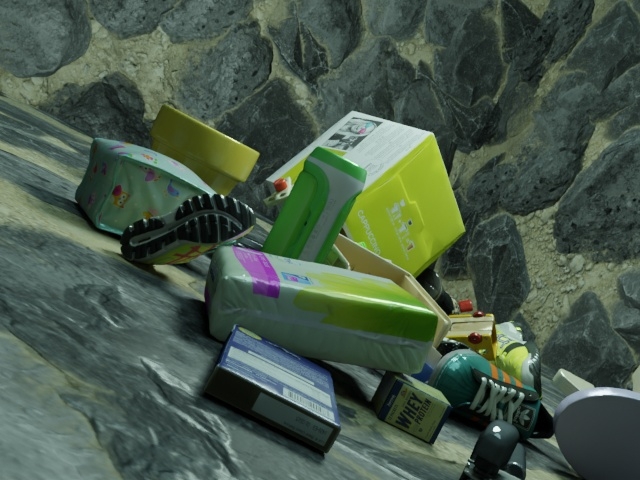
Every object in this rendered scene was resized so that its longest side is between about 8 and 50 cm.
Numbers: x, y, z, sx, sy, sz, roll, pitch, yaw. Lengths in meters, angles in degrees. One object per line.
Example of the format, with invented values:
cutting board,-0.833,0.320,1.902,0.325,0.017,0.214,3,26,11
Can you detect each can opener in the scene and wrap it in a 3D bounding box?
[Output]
can opener,0.220,0.263,1.000,0.074,0.093,0.280,27,-2,15

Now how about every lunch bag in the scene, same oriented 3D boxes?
lunch bag,-0.283,-0.069,1.485,0.262,0.160,0.223,19,6,-30

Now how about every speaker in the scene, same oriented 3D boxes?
speaker,-0.026,-0.022,1.566,0.131,0.296,0.131,27,3,-2

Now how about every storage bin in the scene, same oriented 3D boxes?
storage bin,0.094,0.109,1.675,0.262,0.123,0.260,30,10,-24

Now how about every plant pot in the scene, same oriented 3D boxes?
plant pot,-0.307,-0.159,1.955,0.254,0.239,0.254,27,3,-1

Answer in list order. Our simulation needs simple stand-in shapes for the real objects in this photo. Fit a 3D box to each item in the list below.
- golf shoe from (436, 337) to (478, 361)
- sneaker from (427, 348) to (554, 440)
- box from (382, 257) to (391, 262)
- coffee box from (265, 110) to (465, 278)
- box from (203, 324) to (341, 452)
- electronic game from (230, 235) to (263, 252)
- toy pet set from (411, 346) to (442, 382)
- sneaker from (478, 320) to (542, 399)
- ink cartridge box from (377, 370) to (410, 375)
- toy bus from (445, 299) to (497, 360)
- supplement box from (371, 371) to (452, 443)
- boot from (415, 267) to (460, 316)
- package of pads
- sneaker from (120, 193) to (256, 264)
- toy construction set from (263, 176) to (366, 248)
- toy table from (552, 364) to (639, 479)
golf shoe,0.262,0.237,1.789,0.198,0.077,0.094,28,3,-2
sneaker,0.294,0.262,1.370,0.121,0.108,0.302,25,-1,44
box,0.152,0.135,1.970,0.043,0.179,0.105,-11,-8,16
coffee box,0.123,-0.089,2.208,0.334,0.338,0.337,25,-32,49
box,-0.049,0.154,0.909,0.136,0.036,0.225,27,5,-3
electronic game,-0.127,0.053,1.750,0.229,0.048,0.229,32,9,-6
toy pet set,0.203,0.238,1.463,0.114,0.065,0.122,44,-21,-27
sneaker,0.455,0.308,2.075,0.147,0.145,0.384,-4,7,-1
ink cartridge box,0.110,0.175,1.415,0.122,0.088,0.052,30,4,39
toy bus,0.326,0.240,1.984,0.202,0.191,0.104,33,-36,56
supplement box,0.120,0.218,1.106,0.083,0.056,0.083,27,3,-5
boot,0.216,0.139,2.428,0.377,0.138,0.284,10,-16,31
package of pads,-0.012,0.094,1.166,0.297,0.101,0.229,12,6,-12
sneaker,-0.195,-0.010,1.274,0.209,0.081,0.094,-13,-22,9
toy construction set,0.000,0.000,1.887,0.327,0.151,0.215,52,34,-20
toy table,0.516,0.314,1.403,0.274,0.252,0.161,39,18,-6
